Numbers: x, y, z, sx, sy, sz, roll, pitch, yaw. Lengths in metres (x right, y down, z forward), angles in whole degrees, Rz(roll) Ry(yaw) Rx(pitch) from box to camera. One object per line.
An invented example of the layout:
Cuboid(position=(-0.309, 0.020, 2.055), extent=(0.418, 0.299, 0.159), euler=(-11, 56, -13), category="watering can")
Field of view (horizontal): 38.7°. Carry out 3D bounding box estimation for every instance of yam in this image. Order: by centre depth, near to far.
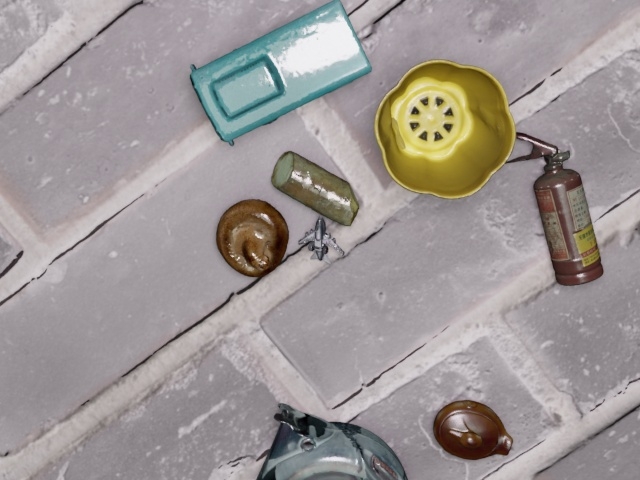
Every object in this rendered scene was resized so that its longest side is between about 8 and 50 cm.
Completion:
Cuboid(position=(-0.004, -0.081, 1.401), extent=(0.146, 0.070, 0.069), euler=(28, 101, -6), category="yam")

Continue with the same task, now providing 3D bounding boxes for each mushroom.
Cuboid(position=(-0.103, -0.003, 1.410), extent=(0.109, 0.085, 0.126), euler=(38, 118, 21), category="mushroom")

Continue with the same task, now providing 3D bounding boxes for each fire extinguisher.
Cuboid(position=(0.355, -0.053, 1.402), extent=(0.106, 0.075, 0.252), euler=(-17, 103, 4), category="fire extinguisher")

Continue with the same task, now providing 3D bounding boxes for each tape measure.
Cuboid(position=(0.011, 0.425, 1.473), extent=(0.275, 0.147, 0.256), euler=(23, 102, -4), category="tape measure")

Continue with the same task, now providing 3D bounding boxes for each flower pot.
Cuboid(position=(0.172, -0.167, 1.323), extent=(0.195, 0.179, 0.195), euler=(0, 102, 1), category="flower pot")

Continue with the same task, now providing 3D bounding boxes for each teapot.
Cuboid(position=(0.248, 0.315, 1.482), extent=(0.129, 0.078, 0.098), euler=(20, 102, -5), category="teapot")

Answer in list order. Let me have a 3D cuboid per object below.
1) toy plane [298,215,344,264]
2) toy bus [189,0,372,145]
Cuboid(position=(0.000, 0.000, 1.425), extent=(0.079, 0.031, 0.083), euler=(12, 131, 19), category="toy plane")
Cuboid(position=(-0.061, -0.243, 1.324), extent=(0.256, 0.147, 0.128), euler=(-26, 100, 5), category="toy bus")
